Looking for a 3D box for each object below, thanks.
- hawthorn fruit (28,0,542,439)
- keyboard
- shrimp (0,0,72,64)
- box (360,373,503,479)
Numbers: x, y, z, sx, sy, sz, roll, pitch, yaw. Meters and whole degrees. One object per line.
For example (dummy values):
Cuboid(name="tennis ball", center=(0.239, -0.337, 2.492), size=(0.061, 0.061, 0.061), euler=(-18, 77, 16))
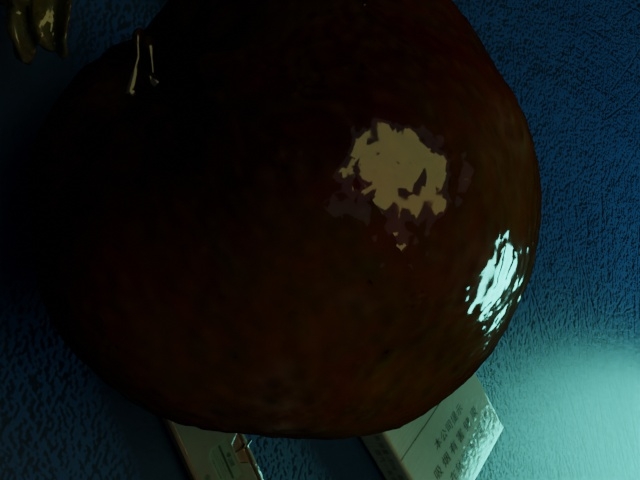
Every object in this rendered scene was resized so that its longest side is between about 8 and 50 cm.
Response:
Cuboid(name="hawthorn fruit", center=(0.000, 0.000, 0.587), size=(0.369, 0.285, 0.284), euler=(50, 47, -54))
Cuboid(name="keyboard", center=(-0.070, 0.152, 0.651), size=(0.055, 0.017, 0.165), euler=(-33, 107, -41))
Cuboid(name="shrimp", center=(-0.143, -0.240, 0.603), size=(0.168, 0.077, 0.317), euler=(26, 62, -45))
Cuboid(name="box", center=(0.071, 0.113, 0.796), size=(0.139, 0.035, 0.245), euler=(-46, 117, -41))
